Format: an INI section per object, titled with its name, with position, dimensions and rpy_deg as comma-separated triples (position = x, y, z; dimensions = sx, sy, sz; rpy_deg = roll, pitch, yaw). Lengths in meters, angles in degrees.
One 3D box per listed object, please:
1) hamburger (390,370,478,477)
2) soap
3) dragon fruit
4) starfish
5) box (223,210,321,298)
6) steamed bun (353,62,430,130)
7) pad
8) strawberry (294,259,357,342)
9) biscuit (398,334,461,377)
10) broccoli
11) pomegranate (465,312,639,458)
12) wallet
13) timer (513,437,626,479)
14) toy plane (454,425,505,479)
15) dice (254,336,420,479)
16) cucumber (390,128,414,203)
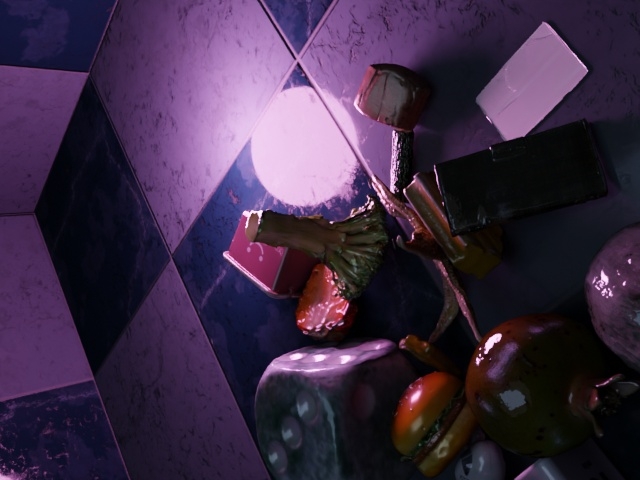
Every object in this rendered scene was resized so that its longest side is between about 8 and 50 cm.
[hamburger]
position = 0.255, 0.409, 1.564
dimensions = 0.170, 0.246, 0.246
rpy_deg = 39, 125, 10
[soap]
position = 0.313, -0.038, 1.514
dimensions = 0.080, 0.160, 0.258
rpy_deg = -52, 58, 39
[dragon fruit]
position = 0.577, 0.092, 1.211
dimensions = 0.221, 0.203, 0.283
rpy_deg = 36, 119, 40
[starfish]
position = 0.232, 0.050, 1.539
dimensions = 0.132, 0.384, 0.398
rpy_deg = -23, 104, 10
[box]
position = -0.127, 0.035, 1.994
dimensions = 0.294, 0.193, 0.168
rpy_deg = 34, 110, 40
[steamed bun]
position = 0.180, -0.357, 1.669
dimensions = 0.175, 0.106, 0.145
rpy_deg = 32, 113, 25
[pad]
position = 0.442, -0.328, 1.453
dimensions = 0.232, 0.004, 0.157
rpy_deg = -50, 60, 39
[strawberry]
position = 0.035, 0.172, 1.886
dimensions = 0.190, 0.111, 0.237
rpy_deg = -9, 60, 34
[biscuit]
position = 0.241, 0.264, 1.634
dimensions = 0.174, 0.183, 0.039
rpy_deg = 26, 78, 42
[broccoli]
position = -0.006, 0.018, 1.720
dimensions = 0.221, 0.361, 0.252
rpy_deg = -114, 22, -58
[pomegranate]
position = 0.452, 0.284, 1.297
dimensions = 0.323, 0.290, 0.291
rpy_deg = 13, 104, 44
[wallet]
position = 0.403, -0.125, 1.388
dimensions = 0.316, 0.044, 0.169
rpy_deg = -16, 77, 18
[timer]
position = 0.496, 0.535, 1.360
dimensions = 0.195, 0.192, 0.194
rpy_deg = 54, 130, 29
[toy plane]
position = 0.355, 0.546, 1.543
dimensions = 0.252, 0.118, 0.252
rpy_deg = -179, 90, -87
[dice]
position = 0.052, 0.441, 1.734
dimensions = 0.327, 0.330, 0.349
rpy_deg = -6, 89, 48
[cucumber]
position = 0.202, -0.186, 1.695
dimensions = 0.058, 0.058, 0.187
rpy_deg = 10, 102, 46
